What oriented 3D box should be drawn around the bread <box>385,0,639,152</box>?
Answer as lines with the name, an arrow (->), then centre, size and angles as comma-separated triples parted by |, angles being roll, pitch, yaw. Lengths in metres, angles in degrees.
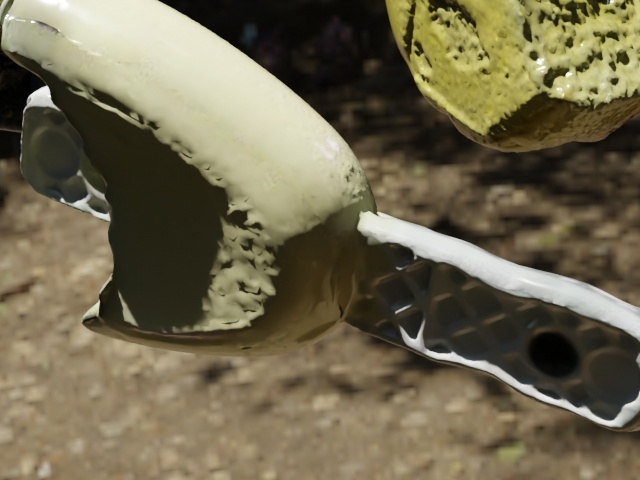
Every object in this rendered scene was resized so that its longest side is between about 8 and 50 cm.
bread -> 0.087, -0.115, 0.855 | 0.086, 0.156, 0.125 | -17, 4, -36

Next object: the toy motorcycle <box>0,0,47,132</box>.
toy motorcycle -> -0.166, -0.103, 0.996 | 0.193, 0.124, 0.061 | -25, 28, 6

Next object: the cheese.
cheese -> 0.000, 0.000, 0.601 | 0.235, 0.127, 0.050 | 20, 35, 17
